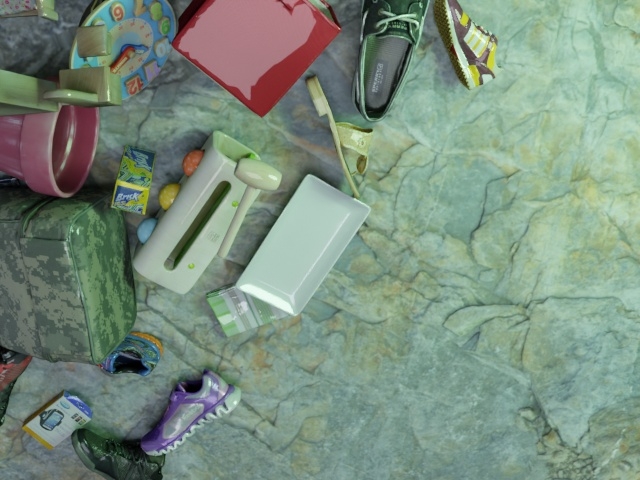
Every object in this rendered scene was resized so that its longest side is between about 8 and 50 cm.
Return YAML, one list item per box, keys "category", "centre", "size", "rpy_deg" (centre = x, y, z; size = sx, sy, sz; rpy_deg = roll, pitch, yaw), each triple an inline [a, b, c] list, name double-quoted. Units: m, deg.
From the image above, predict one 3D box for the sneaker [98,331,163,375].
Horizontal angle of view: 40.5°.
- category: "sneaker"
  centre: [-0.421, 0.215, 1.701]
  size: [0.221, 0.087, 0.083]
  rpy_deg: [8, 115, -10]

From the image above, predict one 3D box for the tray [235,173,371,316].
- category: "tray"
  centre: [-0.036, 0.009, 1.647]
  size: [0.145, 0.030, 0.270]
  rpy_deg: [28, 109, -20]

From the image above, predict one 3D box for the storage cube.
- category: "storage cube"
  centre: [-0.104, -0.347, 1.401]
  size: [0.215, 0.183, 0.193]
  rpy_deg: [38, 107, -22]

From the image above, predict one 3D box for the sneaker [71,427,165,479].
- category: "sneaker"
  centre: [-0.412, 0.447, 1.821]
  size: [0.130, 0.087, 0.227]
  rpy_deg: [-35, 118, 9]

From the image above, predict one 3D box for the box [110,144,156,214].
- category: "box"
  centre: [-0.322, -0.107, 1.504]
  size: [0.059, 0.169, 0.054]
  rpy_deg: [13, 113, -13]

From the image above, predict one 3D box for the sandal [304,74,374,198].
- category: "sandal"
  centre: [0.055, -0.192, 1.551]
  size: [0.079, 0.088, 0.240]
  rpy_deg: [-23, 110, 5]

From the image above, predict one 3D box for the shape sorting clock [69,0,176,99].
- category: "shape sorting clock"
  centre: [-0.315, -0.311, 1.406]
  size: [0.040, 0.206, 0.206]
  rpy_deg: [42, 111, 20]

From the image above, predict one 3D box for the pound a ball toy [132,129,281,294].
- category: "pound a ball toy"
  centre: [-0.211, -0.056, 1.521]
  size: [0.136, 0.208, 0.319]
  rpy_deg: [30, 110, -19]

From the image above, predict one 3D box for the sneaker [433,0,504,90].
- category: "sneaker"
  centre: [0.259, -0.357, 1.505]
  size: [0.084, 0.069, 0.185]
  rpy_deg: [-27, 122, -2]

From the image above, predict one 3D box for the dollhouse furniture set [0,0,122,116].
- category: "dollhouse furniture set"
  centre: [-0.461, -0.367, 1.247]
  size: [0.303, 0.174, 0.355]
  rpy_deg: [-1, 93, 14]

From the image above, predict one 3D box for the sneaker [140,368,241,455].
- category: "sneaker"
  centre: [-0.282, 0.346, 1.785]
  size: [0.236, 0.095, 0.104]
  rpy_deg: [-35, 108, 6]

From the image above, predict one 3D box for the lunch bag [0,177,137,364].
- category: "lunch bag"
  centre: [-0.488, 0.051, 1.545]
  size: [0.256, 0.212, 0.305]
  rpy_deg: [2, 115, 12]

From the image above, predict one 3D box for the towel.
- category: "towel"
  centre: [-0.138, 0.128, 1.723]
  size: [0.152, 0.023, 0.113]
  rpy_deg: [-21, 116, 5]

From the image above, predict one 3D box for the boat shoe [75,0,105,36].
- category: "boat shoe"
  centre: [-0.340, -0.374, 1.425]
  size: [0.081, 0.068, 0.227]
  rpy_deg: [31, 109, -19]

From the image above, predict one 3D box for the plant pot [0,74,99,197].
- category: "plant pot"
  centre: [-0.490, -0.184, 1.448]
  size: [0.180, 0.201, 0.201]
  rpy_deg: [12, 116, 6]

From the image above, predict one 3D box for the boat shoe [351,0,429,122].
- category: "boat shoe"
  centre: [0.126, -0.356, 1.456]
  size: [0.121, 0.119, 0.335]
  rpy_deg: [3, 116, -8]

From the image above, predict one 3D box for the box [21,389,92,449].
- category: "box"
  centre: [-0.539, 0.368, 1.799]
  size: [0.136, 0.028, 0.081]
  rpy_deg: [-37, 114, 10]

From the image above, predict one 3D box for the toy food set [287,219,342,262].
- category: "toy food set"
  centre: [0.000, 0.000, 1.677]
  size: [0.122, 0.019, 0.078]
  rpy_deg: [-16, 117, 0]

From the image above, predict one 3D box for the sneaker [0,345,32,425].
- category: "sneaker"
  centre: [-0.649, 0.295, 1.711]
  size: [0.276, 0.097, 0.135]
  rpy_deg: [-37, 114, 14]
